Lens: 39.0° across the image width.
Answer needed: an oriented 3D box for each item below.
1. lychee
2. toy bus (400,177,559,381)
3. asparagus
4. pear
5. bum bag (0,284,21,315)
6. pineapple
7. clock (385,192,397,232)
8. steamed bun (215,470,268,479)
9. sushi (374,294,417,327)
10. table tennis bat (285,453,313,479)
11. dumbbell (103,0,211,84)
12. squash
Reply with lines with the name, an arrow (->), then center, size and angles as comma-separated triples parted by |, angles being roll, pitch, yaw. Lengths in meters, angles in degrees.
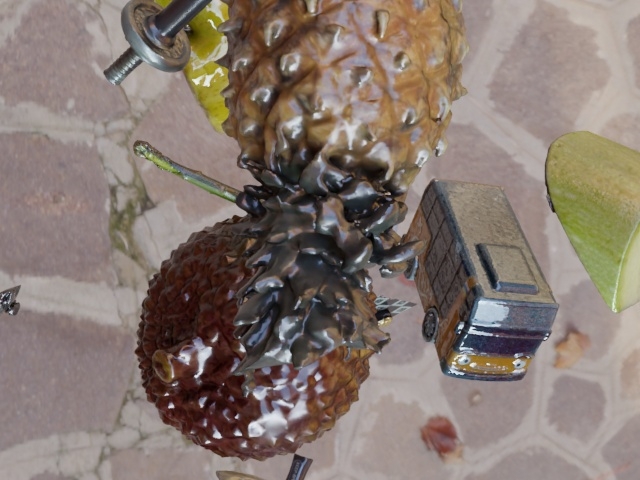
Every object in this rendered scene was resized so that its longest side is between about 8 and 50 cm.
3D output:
lychee -> -0.051, 0.085, 0.868 | 0.271, 0.236, 0.236 | -26, 126, -52
toy bus -> 0.255, 0.058, 1.499 | 0.161, 0.323, 0.194 | 6, 130, -16
asparagus -> -0.103, -0.053, 0.773 | 0.127, 0.018, 0.015 | 26, 136, -10
pear -> -0.123, -0.337, 1.264 | 0.191, 0.386, 0.340 | -19, 114, 2
bum bag -> -0.528, 0.136, 1.369 | 0.197, 0.087, 0.049 | -40, 103, -5
pineapple -> 0.004, -0.047, 0.528 | 0.157, 0.158, 0.279 | 14, 73, -23
clock -> 0.000, 0.000, 1.396 | 0.253, 0.186, 0.083 | -47, 129, -43
steamed bun -> -0.145, 0.362, 1.032 | 0.144, 0.218, 0.211 | 14, 102, 20
sushi -> 0.085, 0.166, 1.760 | 0.201, 0.031, 0.139 | -31, 152, 33
table tennis bat -> -0.069, 0.441, 1.378 | 0.027, 0.150, 0.236 | 40, 69, -53
dumbbell -> -0.115, -0.222, 0.828 | 0.254, 0.082, 0.081 | -34, 122, 30
squash -> 0.416, -0.049, 1.249 | 0.237, 0.155, 0.204 | -31, 126, -31
